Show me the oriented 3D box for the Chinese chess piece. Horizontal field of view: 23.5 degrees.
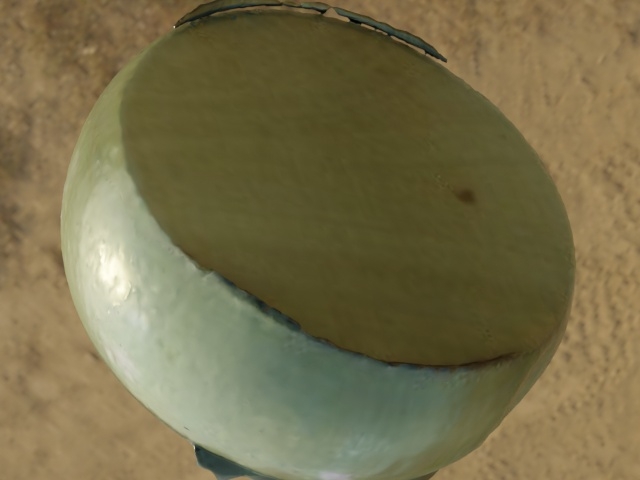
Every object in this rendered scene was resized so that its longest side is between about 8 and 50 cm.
[{"bbox_3d":[0.000,0.000,0.560,0.188,0.188,0.083,33,132,4],"label":"Chinese chess piece"}]
